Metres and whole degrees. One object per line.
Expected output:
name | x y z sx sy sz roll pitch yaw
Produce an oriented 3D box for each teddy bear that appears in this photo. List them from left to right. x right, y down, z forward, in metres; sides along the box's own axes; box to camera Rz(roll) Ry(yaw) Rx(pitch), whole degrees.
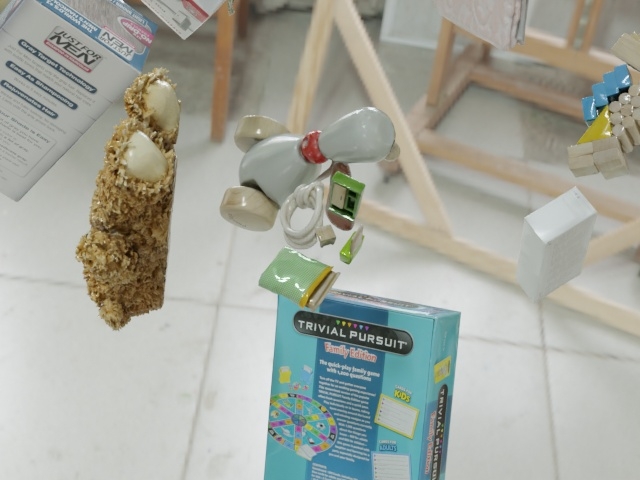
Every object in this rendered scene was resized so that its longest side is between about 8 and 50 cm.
teddy bear | -0.226 -0.045 1.429 0.113 0.338 0.245 8 66 -5

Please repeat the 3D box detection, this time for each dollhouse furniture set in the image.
dollhouse furniture set | 0.000 0.000 1.358 0.076 0.058 0.152 27 58 14

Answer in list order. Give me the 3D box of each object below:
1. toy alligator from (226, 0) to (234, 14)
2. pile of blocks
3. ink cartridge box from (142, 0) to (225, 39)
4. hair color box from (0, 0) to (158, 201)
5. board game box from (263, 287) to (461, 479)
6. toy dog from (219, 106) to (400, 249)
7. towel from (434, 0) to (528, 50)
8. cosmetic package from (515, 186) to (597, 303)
toy alligator | -0.120 -0.428 1.800 0.051 0.190 0.056 -10 21 -10
pile of blocks | 0.537 -0.246 2.044 0.362 0.112 0.149 -47 61 5
ink cartridge box | -0.182 -0.327 1.608 0.099 0.135 0.056 42 75 -12
hair color box | -0.388 -0.211 1.662 0.174 0.347 0.105 34 44 -23
board game box | 0.051 0.245 1.693 0.253 0.336 0.079 10 8 32
toy dog | 0.000 -0.090 1.697 0.161 0.220 0.333 25 -2 -33
towel | 0.271 -0.509 2.028 0.053 0.332 0.317 -5 25 -18
cosmetic package | 0.366 0.010 1.930 0.099 0.239 0.060 -33 67 -10
